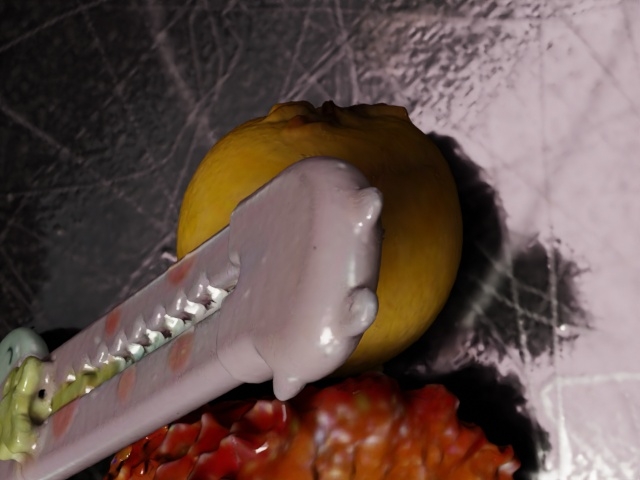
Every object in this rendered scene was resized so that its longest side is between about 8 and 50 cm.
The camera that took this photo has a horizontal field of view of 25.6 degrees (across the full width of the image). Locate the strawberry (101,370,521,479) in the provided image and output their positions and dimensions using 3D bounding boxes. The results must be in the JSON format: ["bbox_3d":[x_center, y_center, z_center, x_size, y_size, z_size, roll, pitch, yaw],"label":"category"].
[{"bbox_3d":[-0.026,0.152,0.668,0.178,0.234,0.233,20,94,50],"label":"strawberry"}]

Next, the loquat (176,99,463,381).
[{"bbox_3d":[0.000,0.000,0.673,0.141,0.141,0.141,-1,86,18],"label":"loquat"}]

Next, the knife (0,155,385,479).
[{"bbox_3d":[-0.091,0.055,0.625,0.399,0.038,0.132,-31,50,50],"label":"knife"}]
